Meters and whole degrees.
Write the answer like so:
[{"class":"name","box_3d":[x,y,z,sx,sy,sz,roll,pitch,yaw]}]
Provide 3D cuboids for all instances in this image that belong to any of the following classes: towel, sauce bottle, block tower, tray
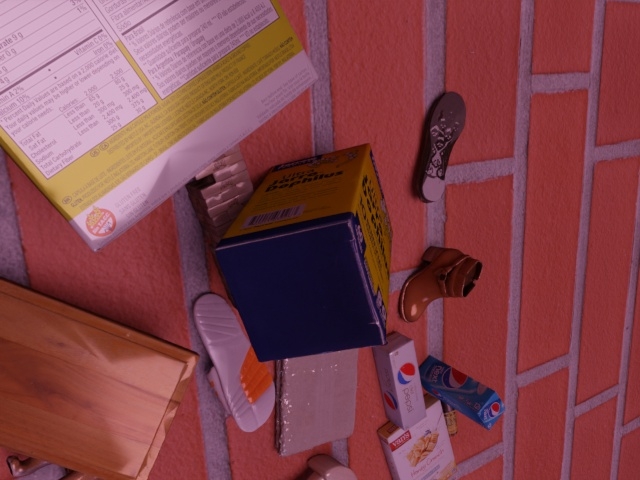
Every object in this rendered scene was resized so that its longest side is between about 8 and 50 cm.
[{"class":"towel","box_3d":[-0.009,0.307,1.154,0.187,0.049,0.282,-5,105,-30]},{"class":"sauce bottle","box_3d":[0.322,0.436,1.392,0.042,0.042,0.128,-23,112,-26]},{"class":"block tower","box_3d":[-0.152,-0.018,0.963,0.097,0.091,0.336,-29,114,-23]},{"class":"tray","box_3d":[-0.403,0.182,0.768,0.410,0.076,0.203,25,77,-14]}]

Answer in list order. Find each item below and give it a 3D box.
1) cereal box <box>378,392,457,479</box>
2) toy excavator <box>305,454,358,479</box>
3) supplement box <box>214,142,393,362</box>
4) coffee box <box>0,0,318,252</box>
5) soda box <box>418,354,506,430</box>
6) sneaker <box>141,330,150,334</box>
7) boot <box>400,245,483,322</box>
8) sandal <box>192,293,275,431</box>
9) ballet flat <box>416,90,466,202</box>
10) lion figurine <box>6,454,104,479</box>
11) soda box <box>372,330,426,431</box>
[{"class":"cereal box","box_3d":[0.246,0.524,1.360,0.173,0.047,0.240,-28,115,-24]},{"class":"toy excavator","box_3d":[-0.097,0.715,1.113,0.432,0.222,0.446,-7,96,-32]},{"class":"supplement box","box_3d":[0.000,0.000,0.885,0.195,0.357,0.194,-11,113,14]},{"class":"coffee box","box_3d":[-0.276,-0.246,0.685,0.338,0.337,0.334,-42,118,-16]},{"class":"soda box","box_3d":[0.318,0.347,1.267,0.067,0.210,0.071,-45,121,-15]},{"class":"sneaker","box_3d":[-0.352,0.203,0.891,0.222,0.083,0.118,20,96,-15]},{"class":"boot","box_3d":[0.265,0.109,1.213,0.073,0.152,0.197,23,88,-34]},{"class":"sandal","box_3d":[-0.171,0.224,1.025,0.102,0.076,0.265,-25,93,-40]},{"class":"ballet flat","box_3d":[0.258,-0.203,1.204,0.084,0.058,0.250,13,88,-12]},{"class":"lion figurine","box_3d":[-0.368,0.422,0.921,0.240,0.142,0.392,-15,123,-42]},{"class":"soda box","box_3d":[0.183,0.323,1.263,0.073,0.069,0.216,-23,113,-26]}]
